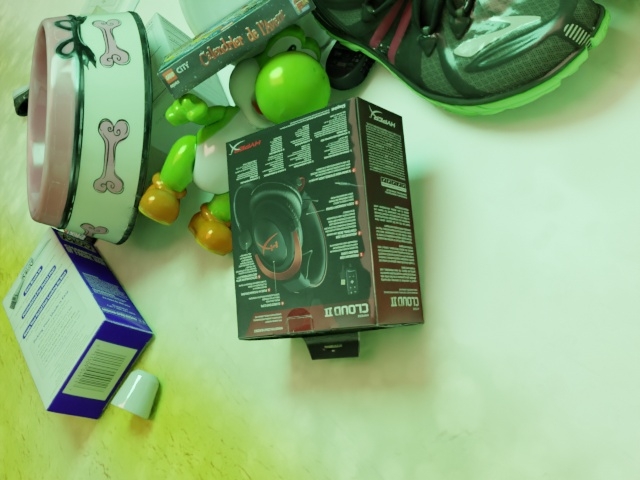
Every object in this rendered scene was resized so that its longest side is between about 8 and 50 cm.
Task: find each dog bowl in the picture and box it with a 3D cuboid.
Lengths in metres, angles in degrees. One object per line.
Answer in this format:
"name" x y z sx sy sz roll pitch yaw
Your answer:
"dog bowl" -0.414 -0.197 1.133 0.408 0.150 0.408 -8 81 61

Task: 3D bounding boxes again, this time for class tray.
"tray" -0.555 -0.622 1.714 0.270 0.030 0.145 19 81 45

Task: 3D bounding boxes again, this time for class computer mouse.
"computer mouse" 0.083 -0.329 1.012 0.071 0.041 0.242 24 79 36

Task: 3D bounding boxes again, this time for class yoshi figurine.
"yoshi figurine" -0.111 -0.156 0.982 0.203 0.203 0.362 37 97 19

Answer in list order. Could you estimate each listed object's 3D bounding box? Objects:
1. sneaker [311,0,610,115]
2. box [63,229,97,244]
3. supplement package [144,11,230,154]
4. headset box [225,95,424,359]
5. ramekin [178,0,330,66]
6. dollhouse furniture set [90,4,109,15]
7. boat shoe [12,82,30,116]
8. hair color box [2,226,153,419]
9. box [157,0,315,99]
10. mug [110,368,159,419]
"sneaker" 0.119 -0.308 0.827 0.482 0.202 0.185 32 84 37
"box" -0.470 -0.045 1.345 0.137 0.027 0.094 -49 47 10
"supplement package" -0.277 -0.286 1.226 0.139 0.134 0.244 -40 48 19
"headset box" 0.000 0.000 0.817 0.218 0.110 0.293 -12 78 37
"ramekin" -0.098 -0.423 1.063 0.273 0.273 0.127 -45 34 14
"dollhouse furniture set" -0.419 -0.378 1.361 0.129 0.183 0.129 -54 45 5
"boat shoe" -0.739 -0.378 1.720 0.228 0.080 0.076 -9 80 34
"hair color box" -0.445 0.138 1.175 0.339 0.110 0.185 39 97 43
"box" -0.126 -0.300 0.956 0.233 0.044 0.159 -31 26 5
"mug" -0.289 0.236 1.024 0.078 0.062 0.064 8 66 36
